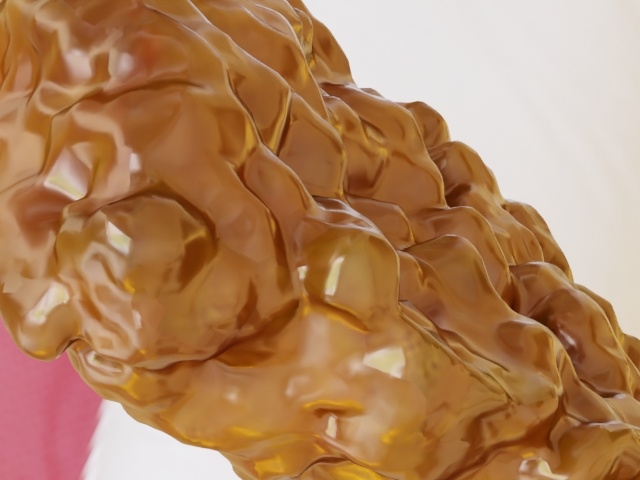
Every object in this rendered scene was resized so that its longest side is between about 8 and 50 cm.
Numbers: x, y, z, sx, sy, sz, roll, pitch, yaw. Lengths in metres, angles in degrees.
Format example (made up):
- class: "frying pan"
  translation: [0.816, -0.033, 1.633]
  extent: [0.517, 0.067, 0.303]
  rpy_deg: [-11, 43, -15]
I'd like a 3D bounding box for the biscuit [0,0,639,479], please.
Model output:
- class: "biscuit"
  translation: [0.000, 0.000, 0.716]
  extent: [0.312, 0.318, 0.110]
  rpy_deg: [34, 107, -35]
